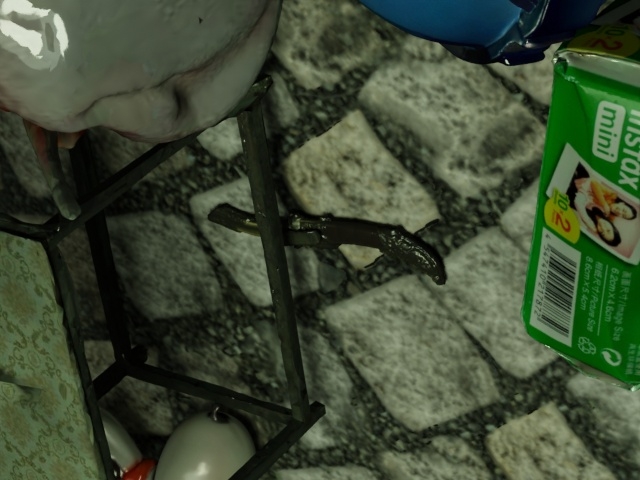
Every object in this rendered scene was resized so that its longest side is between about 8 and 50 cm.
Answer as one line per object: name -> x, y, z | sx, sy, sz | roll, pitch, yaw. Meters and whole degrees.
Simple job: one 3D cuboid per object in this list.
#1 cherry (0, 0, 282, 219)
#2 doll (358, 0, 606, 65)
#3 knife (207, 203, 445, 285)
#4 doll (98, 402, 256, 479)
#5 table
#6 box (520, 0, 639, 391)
cherry -> -0.168, -0.219, 1.299 | 0.326, 0.291, 0.335 | 34, 94, -15
doll -> 0.109, -0.260, 1.129 | 0.310, 0.240, 0.284 | 100, 153, -43
knife -> 0.000, -0.005, 1.518 | 0.222, 0.021, 0.045 | 14, 129, 25
doll -> -0.157, 0.244, 1.730 | 0.271, 0.144, 0.208 | -1, 98, 30
table -> -0.177, 0.054, 1.488 | 0.222, 0.272, 0.335 | 15, 128, 33
box -> 0.219, -0.045, 1.240 | 0.103, 0.180, 0.250 | 22, 131, 24
